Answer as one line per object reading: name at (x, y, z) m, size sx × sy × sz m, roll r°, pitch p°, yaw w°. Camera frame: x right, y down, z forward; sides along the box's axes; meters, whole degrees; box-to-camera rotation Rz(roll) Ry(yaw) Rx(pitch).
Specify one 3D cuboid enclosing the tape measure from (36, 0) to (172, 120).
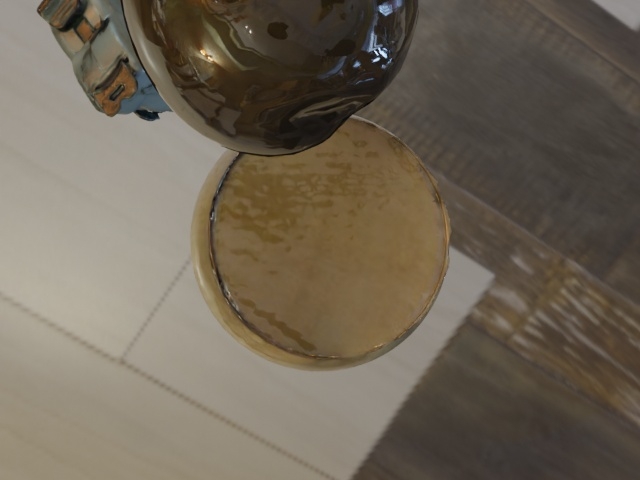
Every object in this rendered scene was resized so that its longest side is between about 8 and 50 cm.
tape measure at (-0.098, -0.169, 1.200) m, size 0.084 × 0.330 × 0.164 m, roll -37°, pitch 78°, yaw 27°

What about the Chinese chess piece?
Chinese chess piece at (0.000, 0.000, 1.413) m, size 0.257 × 0.104 × 0.257 m, roll 1°, pitch 84°, yaw -11°

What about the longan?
longan at (-0.033, -0.154, 0.910) m, size 0.198 × 0.212 × 0.198 m, roll 2°, pitch 68°, yaw -4°
